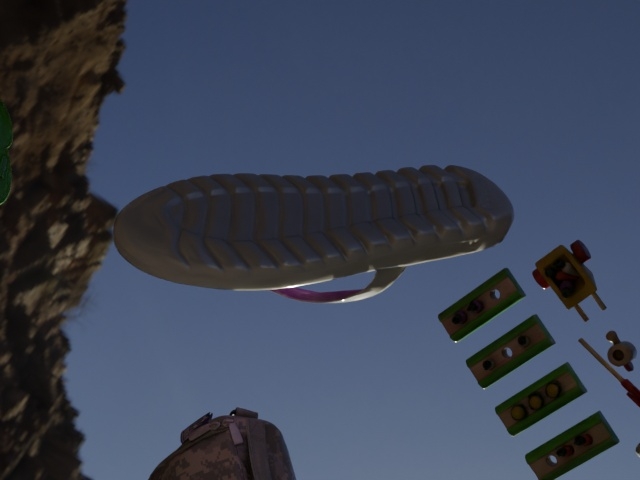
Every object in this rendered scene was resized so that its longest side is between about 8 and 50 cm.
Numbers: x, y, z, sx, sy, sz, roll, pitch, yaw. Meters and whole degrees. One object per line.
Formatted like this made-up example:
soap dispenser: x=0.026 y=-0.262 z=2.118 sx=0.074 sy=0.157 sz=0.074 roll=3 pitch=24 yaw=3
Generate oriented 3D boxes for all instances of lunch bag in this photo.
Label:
lunch bag: x=-0.106 y=0.389 z=1.261 sx=0.213 sy=0.305 sz=0.256 roll=12 pitch=-52 yaw=-28

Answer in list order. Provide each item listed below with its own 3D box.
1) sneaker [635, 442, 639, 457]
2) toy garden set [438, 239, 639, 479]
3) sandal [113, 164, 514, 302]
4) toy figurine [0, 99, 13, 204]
sneaker: x=0.266 y=0.206 z=0.754 sx=0.071 sy=0.083 sz=0.190 roll=0 pitch=-66 yaw=59
toy garden set: x=0.275 y=0.138 z=1.249 sx=0.204 sy=0.049 sz=0.244 roll=-38 pitch=-106 yaw=25
sandal: x=0.004 y=0.009 z=1.066 sx=0.417 sy=0.169 sz=0.102 roll=-5 pitch=-54 yaw=-16
toy figurine: x=-0.477 y=-0.103 z=1.293 sx=0.159 sy=0.173 sz=0.130 roll=-12 pitch=-51 yaw=9
